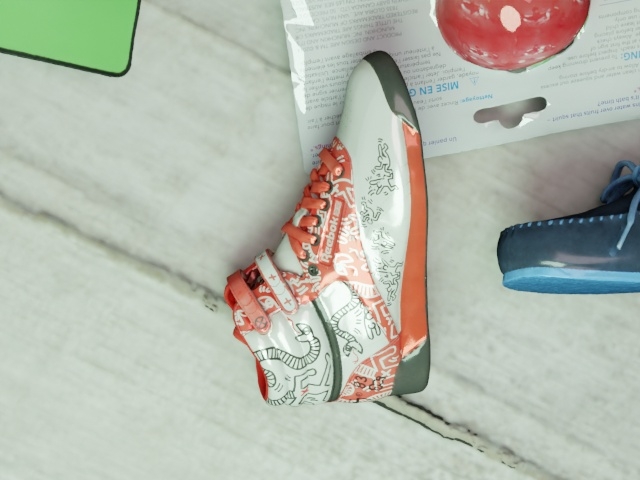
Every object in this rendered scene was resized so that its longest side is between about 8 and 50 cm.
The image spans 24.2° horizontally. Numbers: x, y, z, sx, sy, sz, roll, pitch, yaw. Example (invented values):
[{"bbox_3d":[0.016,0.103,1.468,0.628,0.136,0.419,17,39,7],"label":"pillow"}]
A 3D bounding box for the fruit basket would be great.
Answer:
[{"bbox_3d":[0.124,-0.238,1.113,0.327,0.165,0.353,-11,122,-5],"label":"fruit basket"}]

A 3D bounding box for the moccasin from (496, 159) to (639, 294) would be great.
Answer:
[{"bbox_3d":[0.288,-0.020,1.177,0.342,0.138,0.117,-4,87,-25],"label":"moccasin"}]

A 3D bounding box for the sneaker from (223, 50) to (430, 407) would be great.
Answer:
[{"bbox_3d":[0.000,0.001,1.096,0.145,0.090,0.270,-8,113,-9],"label":"sneaker"}]

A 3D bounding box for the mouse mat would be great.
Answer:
[{"bbox_3d":[-0.189,-0.223,1.089,0.152,0.007,0.189,9,89,-41],"label":"mouse mat"}]
